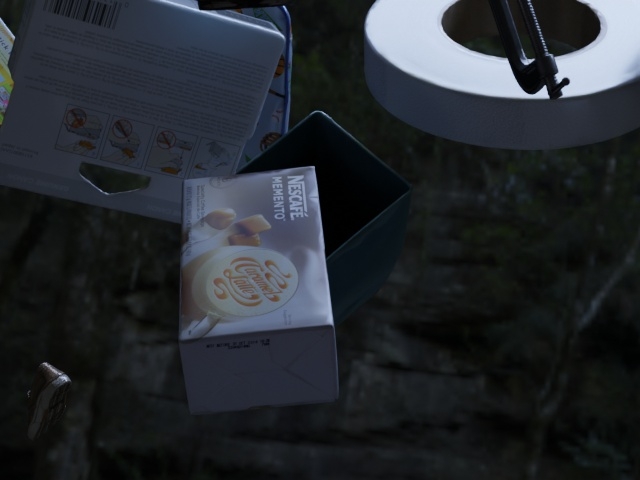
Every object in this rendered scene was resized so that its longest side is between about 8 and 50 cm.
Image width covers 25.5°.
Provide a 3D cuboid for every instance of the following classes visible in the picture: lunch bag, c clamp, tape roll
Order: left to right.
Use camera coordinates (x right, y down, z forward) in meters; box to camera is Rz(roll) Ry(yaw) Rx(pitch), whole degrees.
[{"bbox_3d":[-0.166,-0.238,2.096,0.243,0.115,0.303,1,-71,-7],"label":"lunch bag"},{"bbox_3d":[0.247,-0.237,1.748,0.392,0.392,0.072,4,-55,9],"label":"tape roll"},{"bbox_3d":[0.171,-0.188,1.189,0.022,0.161,0.137,-18,-8,-6],"label":"c clamp"}]

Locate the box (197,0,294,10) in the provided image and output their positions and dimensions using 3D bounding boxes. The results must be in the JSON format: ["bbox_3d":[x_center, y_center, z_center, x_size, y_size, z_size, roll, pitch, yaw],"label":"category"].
[{"bbox_3d":[-0.069,-0.258,1.319,0.100,0.060,0.244,-5,4,-3],"label":"box"}]

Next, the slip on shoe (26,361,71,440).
[{"bbox_3d":[-0.355,0.205,1.808,0.041,0.051,0.135,42,-39,13],"label":"slip on shoe"}]

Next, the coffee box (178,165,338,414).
[{"bbox_3d":[-0.061,0.043,1.360,0.141,0.246,0.098,-5,-52,0],"label":"coffee box"}]

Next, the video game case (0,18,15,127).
[{"bbox_3d":[-0.437,-0.184,1.775,0.227,0.206,0.026,53,-44,2],"label":"video game case"}]

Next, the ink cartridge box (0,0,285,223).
[{"bbox_3d":[-0.203,-0.153,1.538,0.275,0.060,0.239,13,-69,-23],"label":"ink cartridge box"}]

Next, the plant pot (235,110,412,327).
[{"bbox_3d":[0.000,0.000,1.741,0.165,0.165,0.234,41,-21,25],"label":"plant pot"}]
